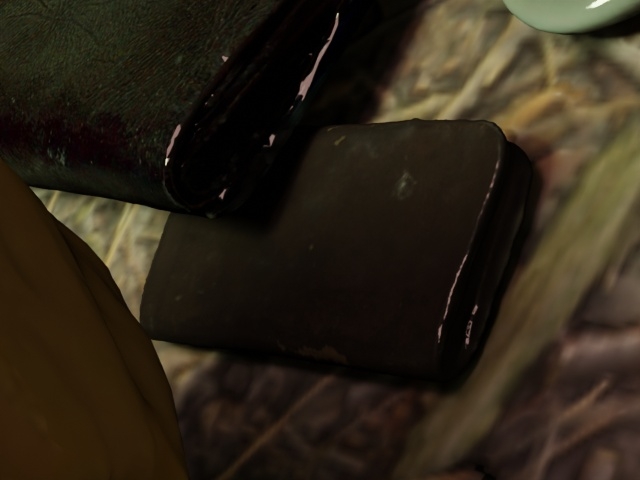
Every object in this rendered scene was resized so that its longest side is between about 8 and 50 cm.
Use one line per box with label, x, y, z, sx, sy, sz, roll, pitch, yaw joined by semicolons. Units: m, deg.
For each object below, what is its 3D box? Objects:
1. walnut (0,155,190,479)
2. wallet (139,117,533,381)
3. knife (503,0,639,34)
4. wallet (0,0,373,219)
walnut;-0.204;0.108;0.424;0.384;0.384;0.383;-30;43;33
wallet;0.000;0.000;0.573;0.157;0.018;0.082;2;66;51
knife;0.067;-0.215;0.643;0.132;0.038;0.398;-39;38;19
wallet;-0.085;-0.094;0.717;0.318;0.045;0.172;13;66;56
